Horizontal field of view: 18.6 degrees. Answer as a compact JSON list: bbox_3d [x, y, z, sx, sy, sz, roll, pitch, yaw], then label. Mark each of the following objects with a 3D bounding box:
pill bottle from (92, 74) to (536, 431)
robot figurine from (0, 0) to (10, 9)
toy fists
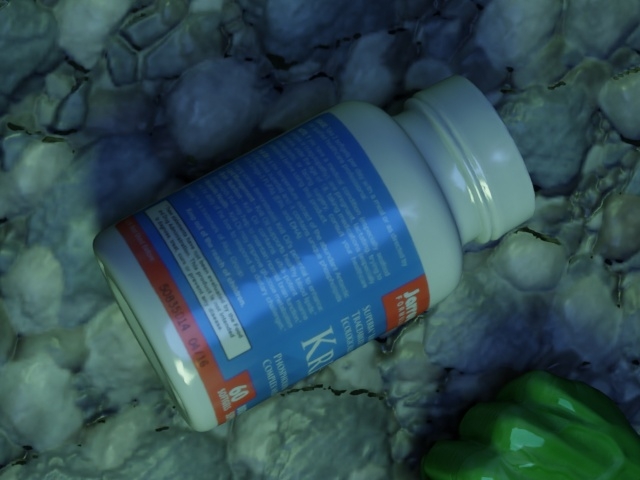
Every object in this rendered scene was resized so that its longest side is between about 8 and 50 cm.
[{"bbox_3d":[0.000,0.000,1.060,0.221,0.124,0.124,-29,110,-8],"label":"pill bottle"},{"bbox_3d":[-0.220,-0.187,0.897,0.291,0.085,0.211,-22,113,20],"label":"robot figurine"},{"bbox_3d":[0.093,0.208,1.161,0.142,0.096,0.279,27,92,-32],"label":"toy fists"}]
